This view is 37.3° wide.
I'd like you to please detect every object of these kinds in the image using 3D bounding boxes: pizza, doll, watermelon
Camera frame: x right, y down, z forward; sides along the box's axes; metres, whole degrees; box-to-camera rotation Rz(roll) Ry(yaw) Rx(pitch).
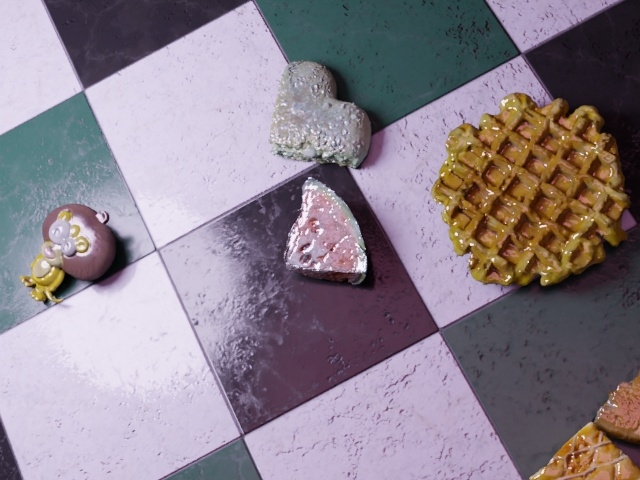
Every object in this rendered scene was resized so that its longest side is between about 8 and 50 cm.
[{"bbox_3d":[0.518,0.231,1.375,0.246,0.058,0.127,-31,71,1],"label":"pizza"},{"bbox_3d":[-0.421,0.026,1.594,0.145,0.096,0.188,25,88,24],"label":"doll"},{"bbox_3d":[0.000,0.000,1.542,0.139,0.071,0.187,-30,78,7],"label":"watermelon"}]

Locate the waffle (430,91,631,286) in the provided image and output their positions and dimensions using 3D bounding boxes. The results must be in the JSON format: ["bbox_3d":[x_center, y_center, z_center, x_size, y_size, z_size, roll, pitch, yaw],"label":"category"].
[{"bbox_3d":[0.329,-0.083,1.508,0.301,0.068,0.325,-12,69,6],"label":"waffle"}]

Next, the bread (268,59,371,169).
[{"bbox_3d":[-0.020,-0.207,1.612,0.172,0.064,0.232,-33,68,-4],"label":"bread"}]

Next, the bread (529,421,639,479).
[{"bbox_3d":[0.408,0.365,1.345,0.125,0.068,0.188,-44,70,-6],"label":"bread"}]
